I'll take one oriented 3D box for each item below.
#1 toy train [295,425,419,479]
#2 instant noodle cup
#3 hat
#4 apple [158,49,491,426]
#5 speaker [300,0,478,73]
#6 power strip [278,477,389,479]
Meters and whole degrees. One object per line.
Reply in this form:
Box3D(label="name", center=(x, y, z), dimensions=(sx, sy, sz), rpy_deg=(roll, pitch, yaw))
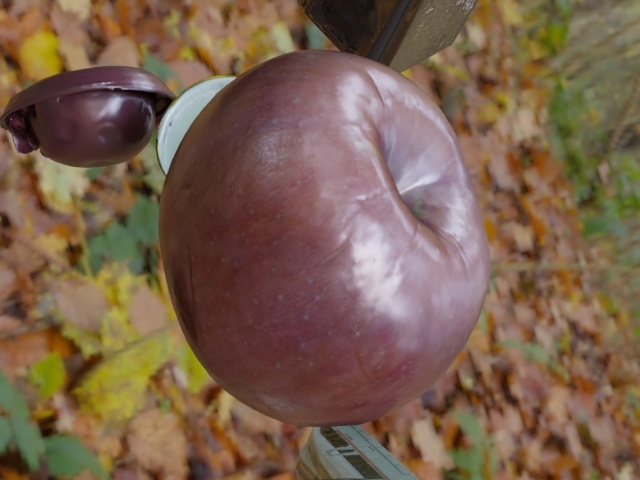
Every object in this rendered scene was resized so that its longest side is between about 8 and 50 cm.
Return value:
Box3D(label="toy train", center=(0.032, 0.253, 1.430), dimensions=(0.407, 0.088, 0.086), rpy_deg=(-155, -118, -76))
Box3D(label="instant noodle cup", center=(-0.089, -0.087, 1.549), dimensions=(0.144, 0.182, 0.182), rpy_deg=(50, 25, -66))
Box3D(label="hat", center=(-0.255, -0.129, 1.622), dimensions=(0.205, 0.206, 0.089), rpy_deg=(28, 52, -74))
Box3D(label="apple", center=(0.000, 0.000, 1.194), dimensions=(0.306, 0.235, 0.305), rpy_deg=(35, 42, -38))
Box3D(label="speaker", center=(0.109, -0.336, 1.761), dimensions=(0.153, 0.193, 0.231), rpy_deg=(48, -35, 14))
Box3D(label="power strip", center=(-0.025, 0.195, 0.858), dimensions=(0.257, 0.070, 0.105), rpy_deg=(10, 81, -54))
